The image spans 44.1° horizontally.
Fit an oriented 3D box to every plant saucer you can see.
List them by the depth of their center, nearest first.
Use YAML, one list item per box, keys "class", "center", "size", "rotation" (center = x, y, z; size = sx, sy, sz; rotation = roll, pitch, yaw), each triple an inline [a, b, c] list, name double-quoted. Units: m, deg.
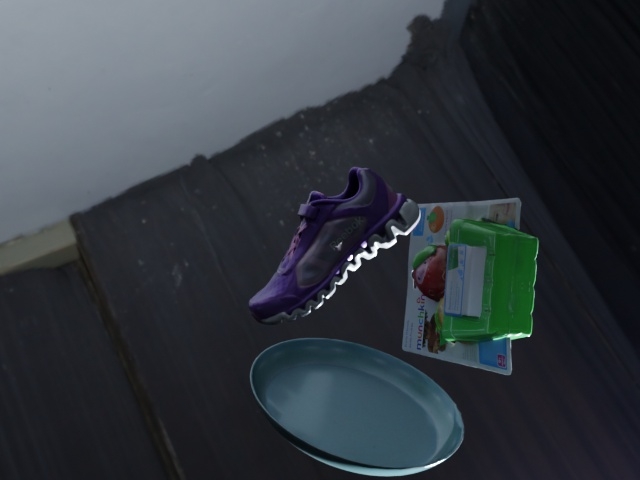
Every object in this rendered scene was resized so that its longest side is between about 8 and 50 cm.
- class: "plant saucer"
  center: [0.049, 0.240, 1.144]
  size: [0.317, 0.317, 0.044]
  rotation: [-7, 120, -45]

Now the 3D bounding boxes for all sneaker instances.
- class: "sneaker"
  center: [0.000, 0.000, 0.931]
  size: [0.236, 0.105, 0.095]
  rotation: [-40, -162, -7]

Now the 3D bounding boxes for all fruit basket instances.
- class: "fruit basket"
  center: [0.264, 0.081, 1.580]
  size: [0.165, 0.327, 0.353]
  rotation: [6, 178, -33]
